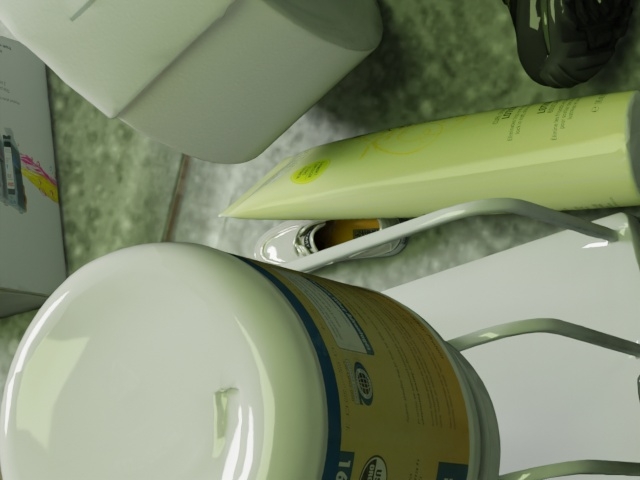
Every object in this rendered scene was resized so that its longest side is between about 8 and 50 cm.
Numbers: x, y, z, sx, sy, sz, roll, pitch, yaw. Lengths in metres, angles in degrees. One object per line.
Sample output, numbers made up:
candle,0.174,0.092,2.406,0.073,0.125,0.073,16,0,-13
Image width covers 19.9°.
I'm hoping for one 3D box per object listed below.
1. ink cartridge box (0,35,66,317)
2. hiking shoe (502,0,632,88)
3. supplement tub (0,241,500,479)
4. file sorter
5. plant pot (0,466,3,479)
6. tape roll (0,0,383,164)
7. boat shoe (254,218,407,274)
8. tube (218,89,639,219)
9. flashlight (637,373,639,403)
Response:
ink cartridge box,-0.254,-0.036,1.166,0.128,0.127,0.176,-14,75,28
hiking shoe,0.101,-0.177,1.009,0.114,0.086,0.227,-23,62,36
supplement tub,-0.021,0.083,0.761,0.144,0.199,0.144,-6,79,30
file sorter,0.074,0.134,0.916,0.192,0.173,0.278,-19,73,27
plant pot,-0.238,0.205,1.077,0.274,0.256,0.256,33,100,48
tape roll,-0.097,-0.177,1.000,0.100,0.286,0.286,-41,64,19
boat shoe,0.000,0.000,1.061,0.100,0.035,0.035,-6,80,30
tube,0.065,-0.040,1.005,0.240,0.070,0.062,-5,70,29
flashlight,0.298,0.052,0.823,0.304,0.103,0.103,-11,111,23
